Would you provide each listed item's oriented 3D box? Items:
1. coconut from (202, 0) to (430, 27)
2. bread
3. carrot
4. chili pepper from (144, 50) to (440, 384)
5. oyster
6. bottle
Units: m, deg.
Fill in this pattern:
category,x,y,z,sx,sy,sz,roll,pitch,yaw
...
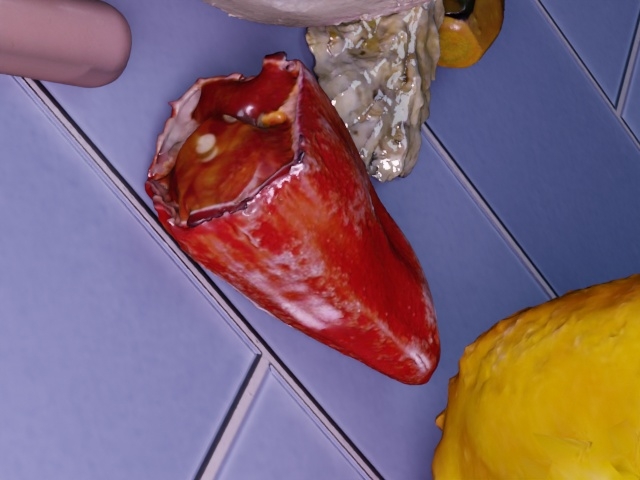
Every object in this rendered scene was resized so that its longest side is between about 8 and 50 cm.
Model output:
category,x,y,z,sx,sy,sz,roll,pitch,yaw
coconut,-0.015,-0.286,0.952,0.297,0.297,0.310,37,45,-34
bread,0.267,0.174,0.908,0.394,0.361,0.250,40,53,-28
carrot,0.121,-0.218,1.252,0.082,0.082,0.173,45,39,-25
chili pepper,0.000,0.000,0.944,0.144,0.136,0.253,34,-10,50
oyster,0.055,-0.143,1.126,0.133,0.072,0.209,42,41,-25
bottle,-0.170,-0.119,0.822,0.140,0.053,0.053,5,65,-53
